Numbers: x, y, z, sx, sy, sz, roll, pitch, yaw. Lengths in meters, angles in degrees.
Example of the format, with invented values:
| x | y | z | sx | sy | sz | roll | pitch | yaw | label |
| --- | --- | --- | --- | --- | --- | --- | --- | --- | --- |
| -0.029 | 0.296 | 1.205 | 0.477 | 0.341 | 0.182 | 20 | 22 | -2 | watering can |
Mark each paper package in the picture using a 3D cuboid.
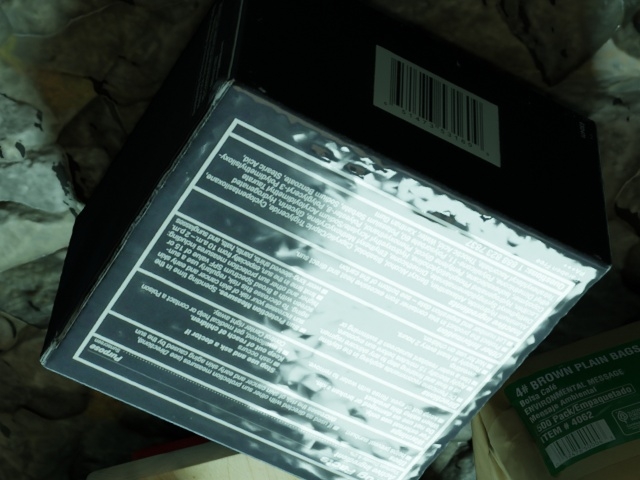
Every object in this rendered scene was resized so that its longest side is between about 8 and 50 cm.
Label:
| x | y | z | sx | sy | sz | roll | pitch | yaw | label |
| --- | --- | --- | --- | --- | --- | --- | --- | --- | --- |
| 0.297 | 0.206 | 1.472 | 0.324 | 0.168 | 0.309 | -17 | 130 | -10 | paper package |

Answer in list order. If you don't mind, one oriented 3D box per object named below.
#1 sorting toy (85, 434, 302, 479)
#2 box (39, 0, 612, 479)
| x | y | z | sx | sy | sz | roll | pitch | yaw | label |
| --- | --- | --- | --- | --- | --- | --- | --- | --- | --- |
| -0.029 | 0.239 | 1.632 | 0.255 | 0.089 | 0.257 | -16 | 127 | 16 | sorting toy |
| 0.000 | 0.000 | 1.368 | 0.296 | 0.183 | 0.294 | 26 | 125 | -16 | box |
